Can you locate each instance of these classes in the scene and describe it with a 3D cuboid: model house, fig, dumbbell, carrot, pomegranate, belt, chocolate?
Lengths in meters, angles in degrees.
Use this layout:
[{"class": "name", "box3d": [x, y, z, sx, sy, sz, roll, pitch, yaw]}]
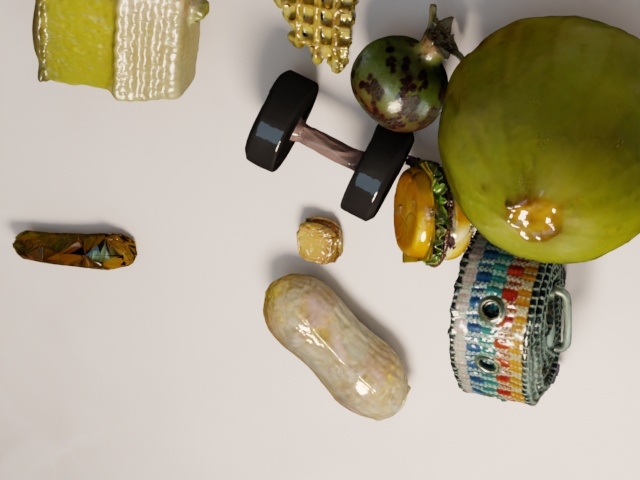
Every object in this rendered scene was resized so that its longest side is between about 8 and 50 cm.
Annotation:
[{"class": "model house", "box3d": [-0.283, -0.313, 1.927, 0.234, 0.175, 0.193, 19, 128, 15]}, {"class": "fig", "box3d": [0.309, -0.117, 1.699, 0.343, 0.343, 0.343, 12, 127, 16]}, {"class": "dumbbell", "box3d": [0.012, -0.140, 1.935, 0.218, 0.152, 0.152, 27, 130, 4]}, {"class": "carrot", "box3d": [-0.431, 0.015, 2.300, 0.229, 0.069, 0.069, 4, 124, 22]}, {"class": "pomegranate", "box3d": [0.129, -0.230, 1.836, 0.169, 0.148, 0.148, -26, 110, 22]}, {"class": "belt", "box3d": [0.294, 0.127, 1.965, 0.161, 0.207, 0.295, 9, 125, 21]}, {"class": "chocolate", "box3d": [0.029, 0.178, 2.166, 0.309, 0.134, 0.134, 47, 128, -12]}]

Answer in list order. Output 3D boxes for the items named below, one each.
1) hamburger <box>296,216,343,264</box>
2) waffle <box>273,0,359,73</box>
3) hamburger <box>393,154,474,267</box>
[{"class": "hamburger", "box3d": [0.000, 0.000, 2.108, 0.076, 0.044, 0.083, 15, 126, 16]}, {"class": "waffle", "box3d": [0.015, -0.341, 1.861, 0.161, 0.046, 0.192, 42, 129, -6]}, {"class": "hamburger", "box3d": [0.164, -0.040, 1.897, 0.093, 0.189, 0.164, -1, 98, -16]}]
